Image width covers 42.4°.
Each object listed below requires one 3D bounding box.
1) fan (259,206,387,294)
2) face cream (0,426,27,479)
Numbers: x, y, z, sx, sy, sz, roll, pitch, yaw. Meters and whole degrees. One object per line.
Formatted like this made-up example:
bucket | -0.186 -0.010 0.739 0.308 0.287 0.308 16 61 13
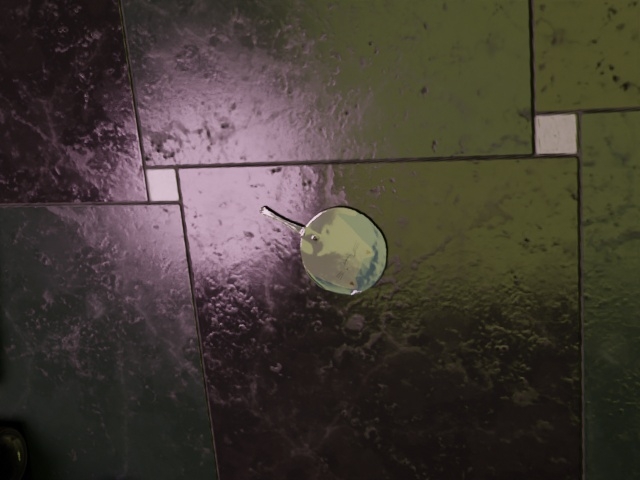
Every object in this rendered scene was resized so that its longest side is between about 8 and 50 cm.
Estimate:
fan | 0.000 0.000 1.025 0.175 0.005 0.113 28 113 10
face cream | -0.636 0.337 1.302 0.349 0.105 0.104 -2 105 20
